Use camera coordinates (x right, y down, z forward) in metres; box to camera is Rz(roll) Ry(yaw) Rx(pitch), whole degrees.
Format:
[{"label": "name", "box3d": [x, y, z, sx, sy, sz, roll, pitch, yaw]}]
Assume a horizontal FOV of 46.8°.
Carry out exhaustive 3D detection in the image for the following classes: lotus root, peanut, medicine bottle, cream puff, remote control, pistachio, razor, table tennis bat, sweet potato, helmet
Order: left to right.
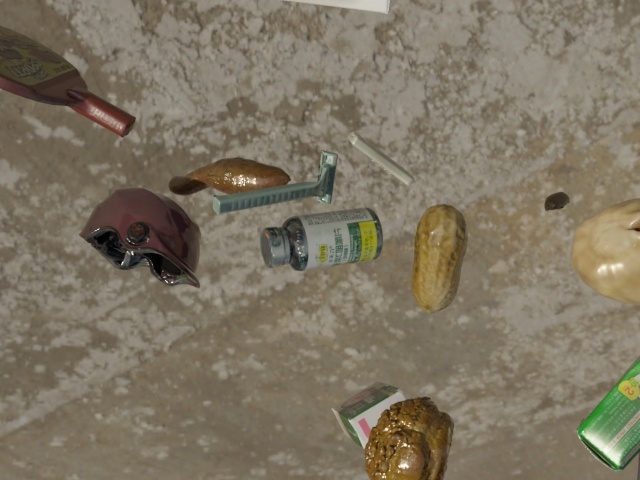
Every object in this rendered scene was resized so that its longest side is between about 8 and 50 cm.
[{"label": "table tennis bat", "box3d": [-0.567, -0.331, 1.489, 0.415, 0.268, 0.051, 30, 112, -5]}, {"label": "helmet", "box3d": [-0.426, -0.019, 1.871, 0.339, 0.197, 0.271, 13, 158, 19]}, {"label": "sweet potato", "box3d": [-0.249, -0.161, 1.915, 0.386, 0.109, 0.109, 2, 146, 29]}, {"label": "razor", "box3d": [-0.077, -0.090, 1.402, 0.278, 0.056, 0.111, -18, 129, -37]}, {"label": "medicine bottle", "box3d": [0.000, 0.000, 1.855, 0.293, 0.141, 0.141, -7, 141, -20]}, {"label": "remote control", "box3d": [0.152, -0.202, 1.835, 0.190, 0.087, 0.029, 34, 102, -15]}, {"label": "cream puff", "box3d": [0.120, 0.296, 1.030, 0.115, 0.165, 0.150, 11, 171, 12]}, {"label": "peanut", "box3d": [0.218, 0.035, 1.360, 0.095, 0.108, 0.225, 10, 119, 14]}, {"label": "lotus root", "box3d": [0.537, -0.091, 1.675, 0.037, 0.083, 0.030, 1, 110, 43]}, {"label": "pistachio", "box3d": [0.615, 0.025, 1.340, 0.318, 0.193, 0.214, 4, 149, -10]}]

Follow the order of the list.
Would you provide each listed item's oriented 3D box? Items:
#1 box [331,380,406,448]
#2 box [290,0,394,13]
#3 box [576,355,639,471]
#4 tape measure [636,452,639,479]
[{"label": "box", "box3d": [0.115, 0.388, 1.662, 0.135, 0.081, 0.199, -27, 178, -12]}, {"label": "box", "box3d": [0.050, -0.605, 1.655, 0.261, 0.194, 0.111, 13, 129, 11]}, {"label": "box", "box3d": [0.571, 0.285, 1.316, 0.250, 0.103, 0.180, -54, 157, 11]}, {"label": "tape measure", "box3d": [0.706, 0.435, 1.420, 0.197, 0.236, 0.120, 7, 174, -17]}]
